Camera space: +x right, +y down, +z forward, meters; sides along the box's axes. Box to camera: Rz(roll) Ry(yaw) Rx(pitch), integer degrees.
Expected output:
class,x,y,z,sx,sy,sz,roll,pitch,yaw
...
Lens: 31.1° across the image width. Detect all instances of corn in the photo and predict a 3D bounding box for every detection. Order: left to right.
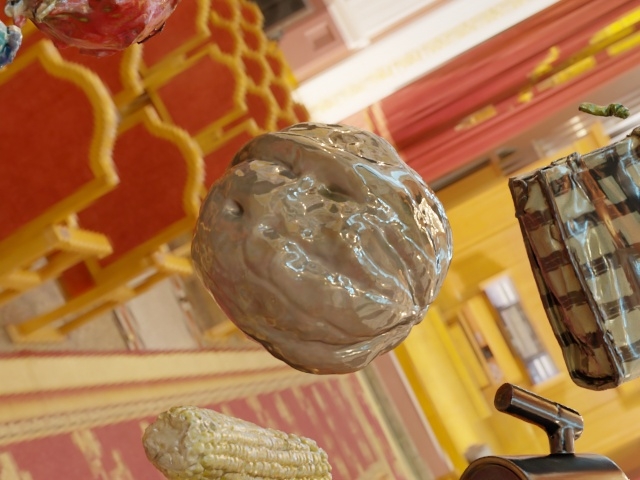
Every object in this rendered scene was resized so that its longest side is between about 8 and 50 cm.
class,x,y,z,sx,sy,sz,roll,pitch,yaw
corn,-0.077,0.227,1.174,0.320,0.097,0.097,38,25,-61

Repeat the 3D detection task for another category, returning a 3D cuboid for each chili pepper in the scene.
class,x,y,z,sx,sy,sz,roll,pitch,yaw
chili pepper,0.393,-0.177,1.576,0.083,0.022,0.027,15,-21,48

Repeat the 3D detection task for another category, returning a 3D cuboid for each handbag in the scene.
class,x,y,z,sx,sy,sz,roll,pitch,yaw
handbag,0.457,0.005,1.661,0.162,0.325,0.327,-11,-78,67

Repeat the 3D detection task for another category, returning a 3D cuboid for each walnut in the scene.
class,x,y,z,sx,sy,sz,roll,pitch,yaw
walnut,0.000,0.000,0.968,0.224,0.224,0.224,61,8,-14

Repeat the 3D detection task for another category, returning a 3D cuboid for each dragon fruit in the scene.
class,x,y,z,sx,sy,sz,roll,pitch,yaw
dragon fruit,-0.197,-0.206,0.943,0.153,0.153,0.111,59,31,-25

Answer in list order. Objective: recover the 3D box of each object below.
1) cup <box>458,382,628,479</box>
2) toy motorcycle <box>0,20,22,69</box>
class,x,y,z,sx,sy,sz,roll,pitch,yaw
cup,0.288,0.307,1.432,0.166,0.177,0.239,13,-80,56
toy motorcycle,-0.406,-0.227,1.230,0.154,0.206,0.260,18,75,-32
